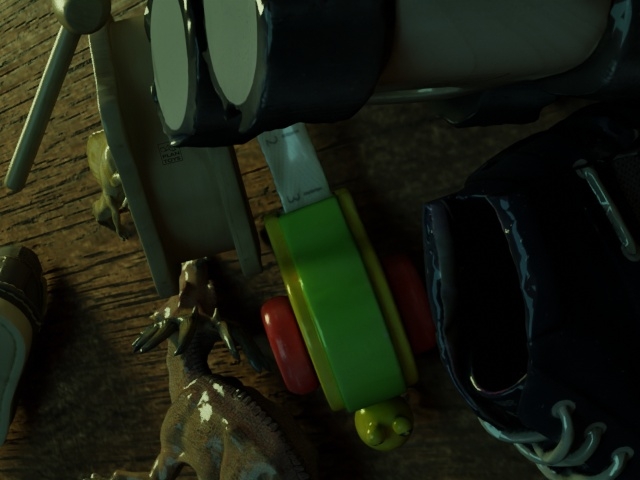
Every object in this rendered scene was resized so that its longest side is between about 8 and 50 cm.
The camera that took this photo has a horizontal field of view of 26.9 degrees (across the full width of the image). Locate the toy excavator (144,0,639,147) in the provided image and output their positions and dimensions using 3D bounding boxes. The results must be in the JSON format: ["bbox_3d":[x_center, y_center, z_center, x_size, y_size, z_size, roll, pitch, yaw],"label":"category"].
[{"bbox_3d":[0.048,-0.276,0.595,0.433,0.222,0.445,-179,83,-71],"label":"toy excavator"}]

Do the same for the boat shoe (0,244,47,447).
[{"bbox_3d":[-0.350,0.125,1.357,0.117,0.096,0.324,23,138,-9],"label":"boat shoe"}]

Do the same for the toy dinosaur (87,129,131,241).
[{"bbox_3d":[-0.165,-0.065,1.109,0.092,0.053,0.183,40,131,32],"label":"toy dinosaur"}]

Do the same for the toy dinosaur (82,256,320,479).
[{"bbox_3d":[-0.060,0.152,1.034,0.296,0.127,0.200,37,123,26],"label":"toy dinosaur"}]

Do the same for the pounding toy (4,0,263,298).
[{"bbox_3d":[-0.141,-0.081,0.953,0.154,0.155,0.269,-105,1,-56],"label":"pounding toy"}]

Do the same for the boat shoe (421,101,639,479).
[{"bbox_3d":[0.146,0.103,0.749,0.127,0.158,0.340,-7,99,49],"label":"boat shoe"}]

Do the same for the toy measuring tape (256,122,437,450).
[{"bbox_3d":[0.000,0.000,0.880,0.121,0.121,0.330,0,116,48],"label":"toy measuring tape"}]
